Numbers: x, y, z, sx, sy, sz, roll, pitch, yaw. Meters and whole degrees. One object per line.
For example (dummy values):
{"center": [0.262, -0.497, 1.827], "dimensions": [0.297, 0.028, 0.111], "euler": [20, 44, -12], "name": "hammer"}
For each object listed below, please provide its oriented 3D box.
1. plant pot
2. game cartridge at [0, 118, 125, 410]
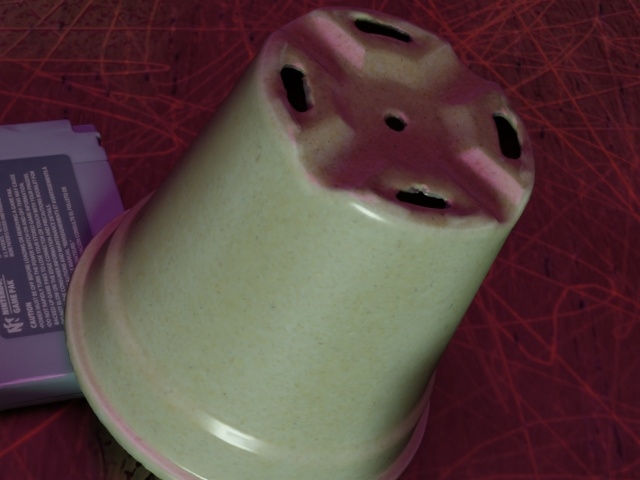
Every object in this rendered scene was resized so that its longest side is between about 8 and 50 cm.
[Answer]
{"center": [0.000, 0.000, 1.062], "dimensions": [0.334, 0.305, 0.334], "euler": [15, 46, -17], "name": "plant pot"}
{"center": [-0.263, 0.016, 1.193], "dimensions": [0.198, 0.062, 0.297], "euler": [-10, 53, -17], "name": "game cartridge"}
